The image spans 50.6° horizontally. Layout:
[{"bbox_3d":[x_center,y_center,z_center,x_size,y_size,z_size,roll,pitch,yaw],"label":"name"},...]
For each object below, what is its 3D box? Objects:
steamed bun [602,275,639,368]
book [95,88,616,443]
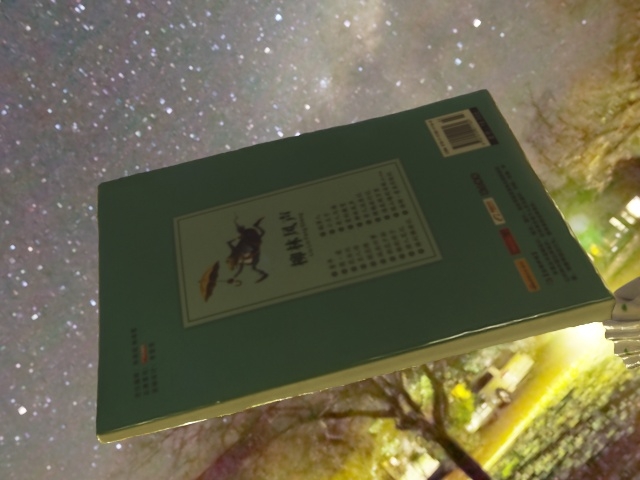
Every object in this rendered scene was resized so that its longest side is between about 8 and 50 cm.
[{"bbox_3d":[0.474,0.135,0.940,0.106,0.183,0.183,-33,-20,-14],"label":"steamed bun"},{"bbox_3d":[0.000,0.000,0.553,0.379,0.264,0.031,-14,-42,-1],"label":"book"}]
